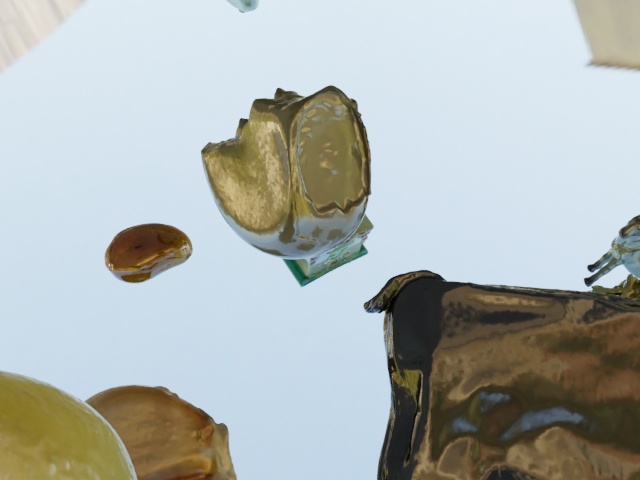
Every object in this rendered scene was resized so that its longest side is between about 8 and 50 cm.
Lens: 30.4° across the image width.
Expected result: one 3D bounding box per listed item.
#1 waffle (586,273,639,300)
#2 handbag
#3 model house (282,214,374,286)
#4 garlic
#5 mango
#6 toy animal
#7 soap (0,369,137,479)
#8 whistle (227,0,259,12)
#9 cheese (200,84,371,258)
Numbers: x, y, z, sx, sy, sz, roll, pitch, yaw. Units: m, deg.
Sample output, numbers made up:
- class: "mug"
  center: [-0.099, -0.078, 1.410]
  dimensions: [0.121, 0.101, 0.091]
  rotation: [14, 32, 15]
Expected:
- class: "waffle"
  center: [0.467, 0.171, 1.683]
  dimensions: [0.297, 0.073, 0.317]
  rotation: [-24, -133, -11]
- class: "handbag"
  center: [0.185, 0.132, 0.903]
  dimensions: [0.332, 0.191, 0.075]
  rotation: [8, 167, -19]
- class: "model house"
  center: [0.000, 0.000, 1.829]
  dimensions: [0.127, 0.149, 0.100]
  rotation: [-26, -110, -20]
- class: "garlic"
  center: [-0.272, 0.370, 1.711]
  dimensions: [0.313, 0.286, 0.249]
  rotation: [-18, -163, -28]
- class: "mango"
  center: [-0.222, 0.015, 1.522]
  dimensions: [0.114, 0.060, 0.080]
  rotation: [-10, -125, 8]
- class: "toy animal"
  center: [0.529, 0.029, 1.937]
  dimensions: [0.176, 0.217, 0.073]
  rotation: [-39, -145, 34]
- class: "soap"
  center: [-0.342, 0.255, 1.096]
  dimensions: [0.115, 0.427, 0.306]
  rotation: [-37, -130, 36]
- class: "whistle"
  center: [-0.106, -0.317, 1.205]
  dimensions: [0.141, 0.141, 0.294]
  rotation: [-14, 177, 17]
- class: "cheese"
  center: [-0.042, -0.069, 1.197]
  dimensions: [0.091, 0.175, 0.202]
  rotation: [-13, -166, -39]
